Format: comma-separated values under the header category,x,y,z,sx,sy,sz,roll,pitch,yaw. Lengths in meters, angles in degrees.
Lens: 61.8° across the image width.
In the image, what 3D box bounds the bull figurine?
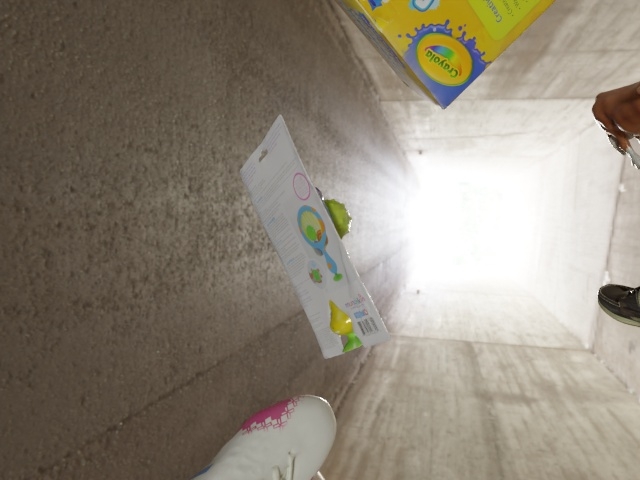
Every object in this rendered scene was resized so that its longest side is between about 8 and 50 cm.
category,x,y,z,sx,sy,sz,roll,pitch,yaw
bull figurine,0.623,-0.233,0.993,0.188,0.101,0.310,57,5,-7

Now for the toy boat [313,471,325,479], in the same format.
category,x,y,z,sx,sy,sz,roll,pitch,yaw
toy boat,-0.028,0.480,0.831,0.267,0.148,0.318,45,-27,39

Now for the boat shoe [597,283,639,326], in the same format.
category,x,y,z,sx,sy,sz,roll,pitch,yaw
boat shoe,0.375,0.072,0.605,0.049,0.056,0.152,68,-10,-18

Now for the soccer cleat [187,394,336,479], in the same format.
category,x,y,z,sx,sy,sz,roll,pitch,yaw
soccer cleat,-0.098,0.296,0.574,0.143,0.331,0.116,-1,-62,64

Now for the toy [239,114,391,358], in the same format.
category,x,y,z,sx,sy,sz,roll,pitch,yaw
toy,0.000,0.000,0.565,0.137,0.056,0.237,-36,-105,58

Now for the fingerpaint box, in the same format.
category,x,y,z,sx,sy,sz,roll,pitch,yaw
fingerpaint box,0.161,-0.485,0.770,0.445,0.371,0.163,37,14,-34
